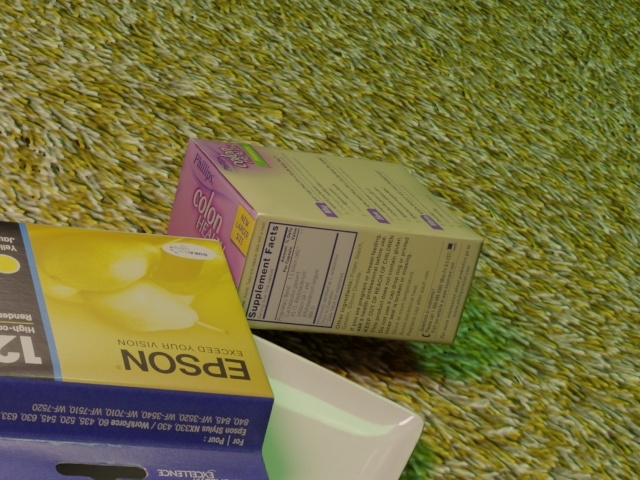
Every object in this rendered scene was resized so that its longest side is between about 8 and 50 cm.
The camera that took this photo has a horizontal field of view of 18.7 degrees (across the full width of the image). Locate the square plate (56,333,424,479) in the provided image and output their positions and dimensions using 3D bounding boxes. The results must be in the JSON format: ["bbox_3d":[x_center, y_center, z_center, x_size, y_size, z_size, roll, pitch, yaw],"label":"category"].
[{"bbox_3d":[-0.109,0.184,1.683,0.347,0.049,0.344,25,31,5],"label":"square plate"}]

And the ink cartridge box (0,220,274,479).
[{"bbox_3d":[-0.200,0.098,1.650,0.303,0.072,0.307,6,33,-24],"label":"ink cartridge box"}]

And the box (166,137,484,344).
[{"bbox_3d":[0.000,0.000,1.919,0.243,0.117,0.213,7,20,-25],"label":"box"}]
